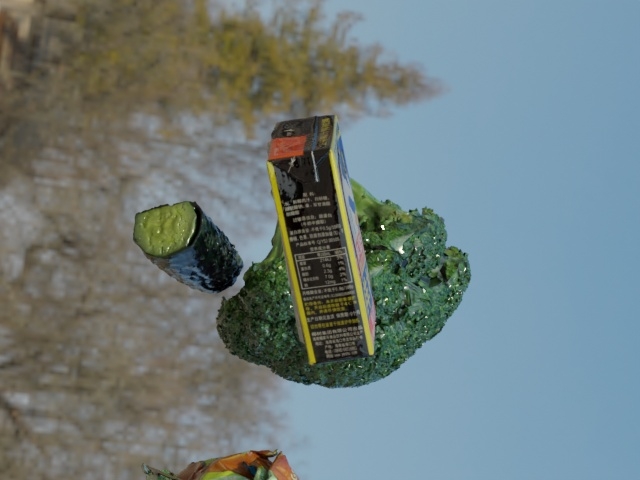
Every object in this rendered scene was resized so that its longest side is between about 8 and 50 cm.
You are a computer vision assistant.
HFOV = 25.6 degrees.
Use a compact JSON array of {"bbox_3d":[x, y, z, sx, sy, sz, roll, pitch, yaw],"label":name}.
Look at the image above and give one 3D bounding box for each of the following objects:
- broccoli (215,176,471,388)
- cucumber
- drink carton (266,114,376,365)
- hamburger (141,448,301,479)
[{"bbox_3d":[0.019,0.047,1.648,0.275,0.307,0.308,64,-32,28],"label":"broccoli"},{"bbox_3d":[-0.135,0.023,1.509,0.211,0.078,0.062,62,20,-68],"label":"cucumber"},{"bbox_3d":[0.000,0.000,1.005,0.071,0.056,0.166,-89,168,-65],"label":"drink carton"},{"bbox_3d":[-0.086,0.335,1.321,0.260,0.150,0.276,6,-62,39],"label":"hamburger"}]
